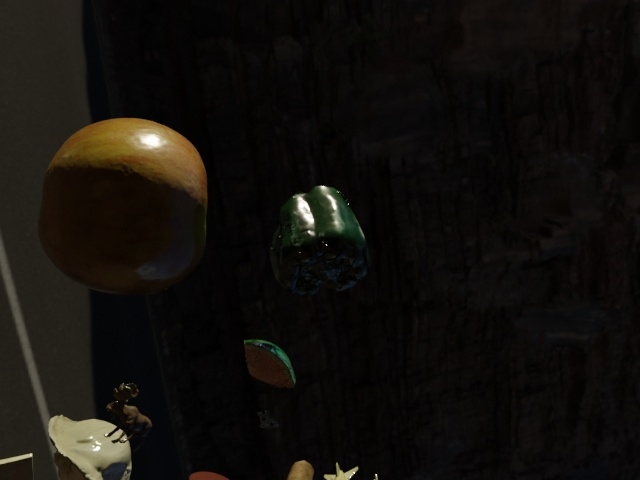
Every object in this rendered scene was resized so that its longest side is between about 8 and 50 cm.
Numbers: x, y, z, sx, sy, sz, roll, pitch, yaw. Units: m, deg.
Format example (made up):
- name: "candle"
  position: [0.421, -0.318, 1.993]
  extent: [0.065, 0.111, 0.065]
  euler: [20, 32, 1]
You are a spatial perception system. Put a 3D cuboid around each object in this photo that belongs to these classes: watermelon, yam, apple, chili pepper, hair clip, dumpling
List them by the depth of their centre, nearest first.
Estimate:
- name: "yam"
  position: [-0.045, 0.451, 0.823]
  extent: [0.241, 0.056, 0.057]
  euler: [-26, 107, -85]
- name: "apple"
  position: [-0.425, -0.070, 1.059]
  extent: [0.400, 0.333, 0.401]
  euler: [6, -83, 63]
- name: "hair clip"
  position: [-0.121, 0.421, 1.119]
  extent: [0.115, 0.030, 0.039]
  euler: [150, -69, -71]
- name: "chili pepper"
  position: [0.000, 0.000, 1.233]
  extent: [0.233, 0.248, 0.257]
  euler: [103, -22, -50]
- name: "watermelon"
  position: [-0.174, 0.397, 1.674]
  extent: [0.146, 0.231, 0.128]
  euler: [95, 18, -46]
- name: "dumpling"
  position: [-0.869, 0.768, 1.795]
  extent: [0.395, 0.233, 0.316]
  euler: [35, -20, 32]

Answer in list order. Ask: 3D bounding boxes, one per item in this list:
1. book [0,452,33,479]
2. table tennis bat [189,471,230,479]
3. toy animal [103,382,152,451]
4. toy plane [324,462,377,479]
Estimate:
- name: "book"
  position: [-1.131, 0.857, 1.701]
  extent: [0.021, 0.216, 0.310]
  euler: [59, -41, 41]
- name: "table tennis bat"
  position: [-0.271, 0.672, 1.294]
  extent: [0.220, 0.130, 0.019]
  euler: [9, -98, 53]
- name: "toy animal"
  position: [-0.660, 0.598, 1.667]
  extent: [0.186, 0.093, 0.214]
  euler: [-59, 135, -23]
- name: "toy plane"
  position: [0.055, 0.733, 1.376]
  extent: [0.244, 0.228, 0.092]
  euler: [-78, 150, -75]
